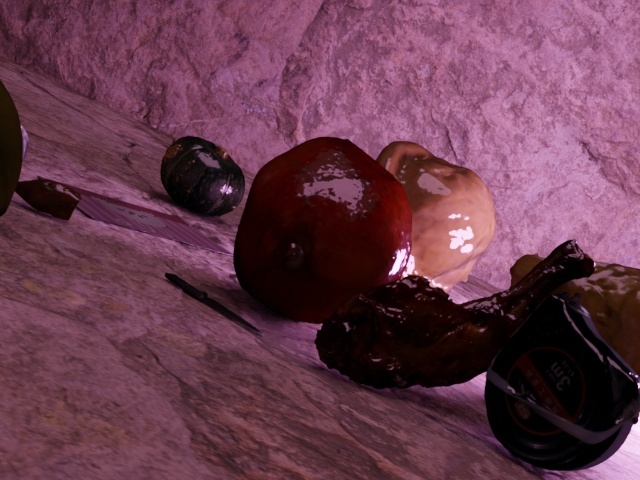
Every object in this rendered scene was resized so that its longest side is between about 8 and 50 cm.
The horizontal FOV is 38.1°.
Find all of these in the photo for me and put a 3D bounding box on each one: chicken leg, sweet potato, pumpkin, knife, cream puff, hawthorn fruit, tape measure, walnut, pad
[{"bbox_3d":[0.180,0.101,1.202,0.407,0.157,0.096,-15,20,-20],"label":"chicken leg"},{"bbox_3d":[-0.393,-0.065,1.297,0.117,0.049,0.049,20,7,-3],"label":"sweet potato"},{"bbox_3d":[-0.246,-0.134,1.932,0.190,0.146,0.190,22,6,-2],"label":"pumpkin"},{"bbox_3d":[-0.137,0.082,1.193,0.170,0.010,0.023,30,14,28],"label":"knife"},{"bbox_3d":[0.421,0.163,1.365,0.323,0.269,0.274,10,-4,-35],"label":"cream puff"},{"bbox_3d":[0.000,0.000,1.315,0.265,0.265,0.307,24,17,1],"label":"hawthorn fruit"},{"bbox_3d":[0.290,0.185,1.122,0.107,0.181,0.182,19,32,-45],"label":"tape measure"},{"bbox_3d":[0.196,-0.038,2.055,0.384,0.383,0.383,24,7,-3],"label":"walnut"},{"bbox_3d":[-0.309,-0.040,1.573,0.300,0.005,0.202,18,9,-45],"label":"pad"}]

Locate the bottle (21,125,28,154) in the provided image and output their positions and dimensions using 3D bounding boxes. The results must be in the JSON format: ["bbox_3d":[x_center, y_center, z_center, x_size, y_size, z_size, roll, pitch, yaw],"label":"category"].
[{"bbox_3d":[-0.480,-0.134,1.375,0.080,0.096,0.254,21,2,-18],"label":"bottle"}]

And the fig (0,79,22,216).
[{"bbox_3d":[-0.442,-0.117,1.056,0.225,0.203,0.203,64,7,-1],"label":"fig"}]
